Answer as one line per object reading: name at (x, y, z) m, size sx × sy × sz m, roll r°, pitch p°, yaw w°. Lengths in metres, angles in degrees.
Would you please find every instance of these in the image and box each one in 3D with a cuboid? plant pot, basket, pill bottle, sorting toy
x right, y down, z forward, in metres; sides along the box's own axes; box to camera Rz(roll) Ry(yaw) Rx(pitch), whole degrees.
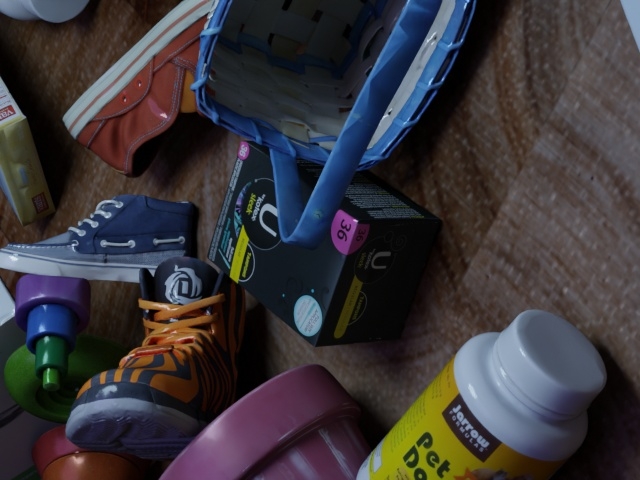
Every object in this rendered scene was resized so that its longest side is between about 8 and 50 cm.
plant pot at (-0.016, 0.235, 1.469) m, size 0.180 × 0.201 × 0.201 m, roll 47°, pitch 125°, yaw 18°
basket at (0.016, -0.166, 1.382) m, size 0.289 × 0.201 × 0.255 m, roll -95°, pitch 30°, yaw -55°
pill bottle at (0.126, 0.153, 1.350) m, size 0.215 × 0.117 × 0.117 m, roll -54°, pitch 54°, yaw 34°
sorting toy at (-0.227, 0.183, 1.609) m, size 0.365 × 0.127 × 0.126 m, roll 88°, pitch 178°, yaw -52°
pill bottle at (-0.325, -0.295, 1.848) m, size 0.193 × 0.108 × 0.108 m, roll 30°, pitch 112°, yaw 43°

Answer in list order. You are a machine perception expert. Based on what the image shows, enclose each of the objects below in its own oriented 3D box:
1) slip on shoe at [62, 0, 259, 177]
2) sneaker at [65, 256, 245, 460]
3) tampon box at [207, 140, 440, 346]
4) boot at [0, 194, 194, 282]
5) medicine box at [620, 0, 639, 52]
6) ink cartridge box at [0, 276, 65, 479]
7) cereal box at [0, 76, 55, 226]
slip on shoe at (-0.112, -0.170, 1.630) m, size 0.101 × 0.123 × 0.331 m, roll 49°, pitch 126°, yaw -4°
sneaker at (-0.141, 0.097, 1.532) m, size 0.124 × 0.321 × 0.180 m, roll 1°, pitch 80°, yaw 7°
tampon box at (0.000, 0.000, 1.498) m, size 0.161 × 0.101 × 0.120 m, roll 36°, pitch 117°, yaw 41°
boot at (-0.216, -0.005, 1.685) m, size 0.069 × 0.190 × 0.086 m, roll -173°, pitch 88°, yaw -70°
medicine box at (0.315, -0.248, 1.115) m, size 0.263 × 0.149 × 0.289 m, roll -35°, pitch 65°, yaw 42°
ink cartridge box at (-0.348, 0.111, 1.753) m, size 0.211 × 0.121 × 0.289 m, roll 51°, pitch 167°, yaw 34°
cereal box at (-0.365, -0.152, 1.875) m, size 0.240 × 0.047 × 0.173 m, roll 55°, pitch 165°, yaw 30°
